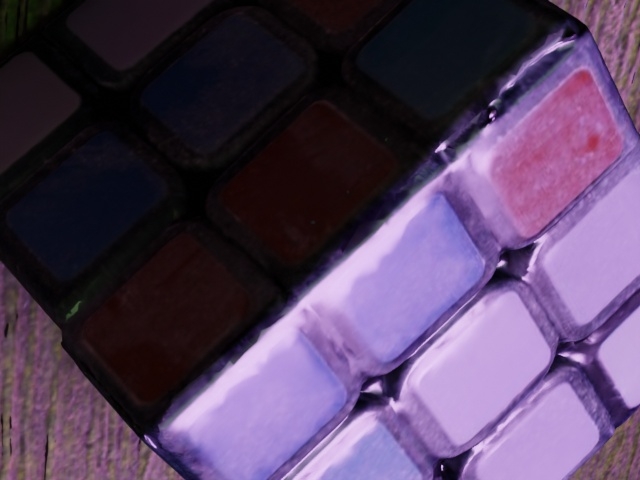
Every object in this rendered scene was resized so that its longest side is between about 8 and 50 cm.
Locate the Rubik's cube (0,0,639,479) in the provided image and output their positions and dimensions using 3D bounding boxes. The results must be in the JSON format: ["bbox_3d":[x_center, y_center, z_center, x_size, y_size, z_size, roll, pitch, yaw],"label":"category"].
[{"bbox_3d":[0.000,0.000,1.208,0.362,0.359,0.363,-42,135,-4],"label":"Rubik's cube"}]
